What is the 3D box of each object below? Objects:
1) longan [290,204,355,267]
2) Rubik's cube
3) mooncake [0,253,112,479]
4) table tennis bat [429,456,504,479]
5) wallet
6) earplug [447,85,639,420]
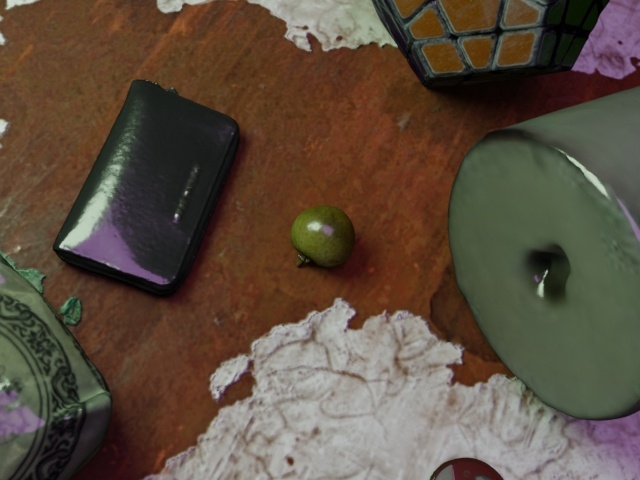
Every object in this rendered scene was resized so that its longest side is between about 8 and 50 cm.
[{"bbox_3d":[0.000,0.000,0.919,0.075,0.075,0.083,38,107,5],"label":"longan"},{"bbox_3d":[0.202,-0.331,0.986,0.264,0.319,0.318,23,62,-32],"label":"Rubik's cube"},{"bbox_3d":[-0.335,0.155,0.739,0.250,0.136,0.254,-41,81,-20],"label":"mooncake"},{"bbox_3d":[0.133,0.283,0.853,0.155,0.019,0.098,-1,68,-16],"label":"table tennis bat"},{"bbox_3d":[-0.187,-0.066,0.914,0.149,0.044,0.250,23,65,-6],"label":"wallet"},{"bbox_3d":[0.382,-0.028,0.877,0.394,0.312,0.312,-22,74,-21],"label":"earplug"}]
